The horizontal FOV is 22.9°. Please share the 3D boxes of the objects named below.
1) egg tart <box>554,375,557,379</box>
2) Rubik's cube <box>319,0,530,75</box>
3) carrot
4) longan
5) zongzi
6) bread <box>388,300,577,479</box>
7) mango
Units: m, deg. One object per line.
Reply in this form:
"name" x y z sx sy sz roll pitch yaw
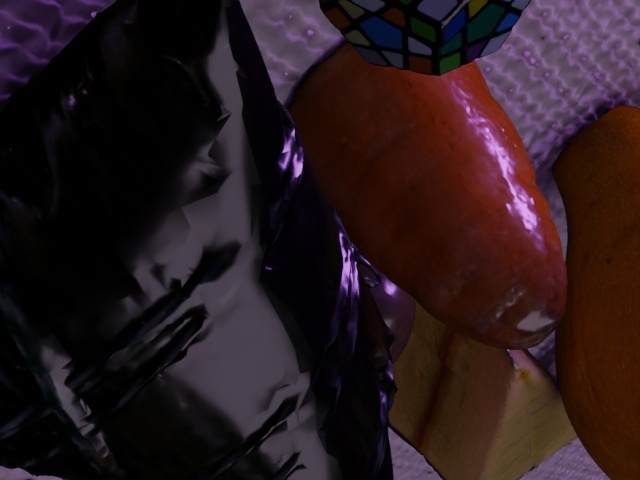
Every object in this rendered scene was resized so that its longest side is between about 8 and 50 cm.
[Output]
"egg tart" 0.242 0.202 1.885 0.130 0.052 0.130 -35 156 -18
"Rubik's cube" 0.059 -0.160 0.909 0.112 0.133 0.133 -62 163 -20
"carrot" 0.086 -0.028 1.052 0.159 0.225 0.159 -28 153 -16
"longan" 0.028 0.062 1.256 0.113 0.092 0.113 -157 -90 -79
"zongzi" -0.148 0.049 0.873 0.362 0.319 0.383 -25 144 5
"bread" 0.166 0.099 1.451 0.163 0.167 0.264 -30 153 -26
"mango" 0.292 0.051 1.375 0.187 0.359 0.144 -8 166 35
